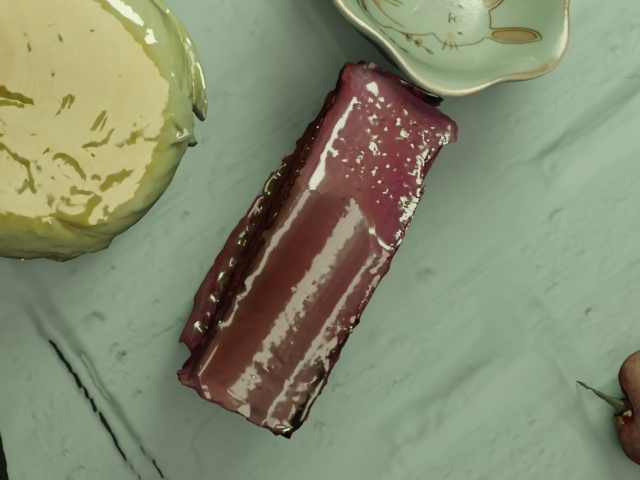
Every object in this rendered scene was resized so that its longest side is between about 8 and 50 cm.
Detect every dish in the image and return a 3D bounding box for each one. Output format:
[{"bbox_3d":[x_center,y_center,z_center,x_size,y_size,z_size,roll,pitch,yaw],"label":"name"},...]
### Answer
[{"bbox_3d":[0.091,-0.203,1.493,0.229,0.081,0.229,9,65,-19],"label":"dish"}]

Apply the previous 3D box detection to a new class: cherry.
[{"bbox_3d":[0.300,0.135,1.561,0.126,0.087,0.106,-27,102,-5],"label":"cherry"}]

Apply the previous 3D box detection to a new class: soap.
[{"bbox_3d":[0.000,0.000,1.453,0.112,0.182,0.289,31,92,-11],"label":"soap"}]

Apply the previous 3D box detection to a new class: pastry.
[{"bbox_3d":[-0.219,-0.103,1.428,0.265,0.133,0.265,-1,95,-10],"label":"pastry"}]

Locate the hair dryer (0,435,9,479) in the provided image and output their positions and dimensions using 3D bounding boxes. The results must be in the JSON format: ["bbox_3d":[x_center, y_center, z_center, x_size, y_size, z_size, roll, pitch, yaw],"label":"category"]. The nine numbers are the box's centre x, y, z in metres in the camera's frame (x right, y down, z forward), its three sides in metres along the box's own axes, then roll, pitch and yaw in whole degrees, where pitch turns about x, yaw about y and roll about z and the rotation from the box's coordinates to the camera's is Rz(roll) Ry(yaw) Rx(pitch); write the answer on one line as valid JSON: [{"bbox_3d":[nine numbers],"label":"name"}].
[{"bbox_3d":[-0.409,0.119,1.403,0.320,0.156,0.284,-4,105,-2],"label":"hair dryer"}]
